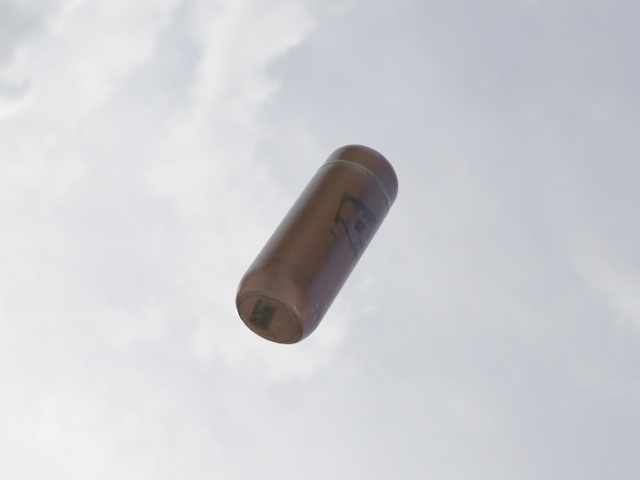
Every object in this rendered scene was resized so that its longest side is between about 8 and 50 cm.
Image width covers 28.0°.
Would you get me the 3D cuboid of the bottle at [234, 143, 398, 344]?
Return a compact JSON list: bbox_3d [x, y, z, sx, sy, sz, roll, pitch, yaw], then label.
[{"bbox_3d":[0.000,0.000,0.779,0.053,0.140,0.053,18,-42,17],"label":"bottle"}]
